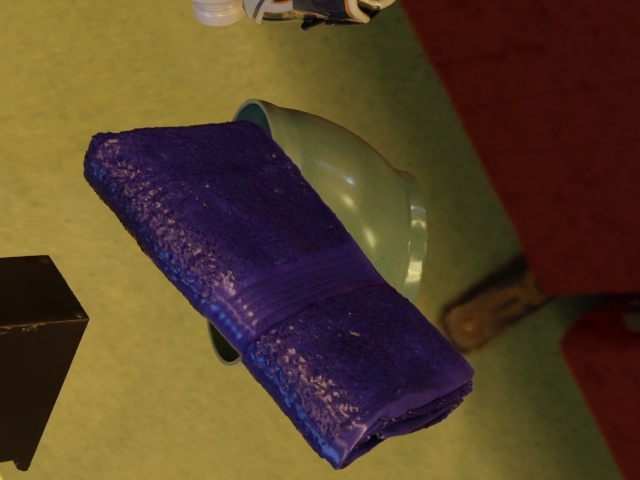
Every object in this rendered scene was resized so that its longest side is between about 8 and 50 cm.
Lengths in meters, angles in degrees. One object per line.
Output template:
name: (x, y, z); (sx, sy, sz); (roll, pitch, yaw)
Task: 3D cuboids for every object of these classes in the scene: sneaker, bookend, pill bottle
sneaker: (0.013, -0.267, 1.473); (0.127, 0.321, 0.126); (38, 75, -5)
bookend: (-0.266, 0.095, 1.036); (0.156, 0.072, 0.157); (-4, 132, -40)
pill bottle: (-0.120, -0.321, 1.643); (0.086, 0.086, 0.152); (-28, 137, -23)

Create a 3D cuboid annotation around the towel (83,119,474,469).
towel: (-0.022, 0.025, 1.122); (0.308, 0.228, 0.076); (47, 110, 15)

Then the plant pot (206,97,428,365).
plant pot: (0.000, 0.000, 1.631); (0.196, 0.293, 0.293); (6, 90, -18)
